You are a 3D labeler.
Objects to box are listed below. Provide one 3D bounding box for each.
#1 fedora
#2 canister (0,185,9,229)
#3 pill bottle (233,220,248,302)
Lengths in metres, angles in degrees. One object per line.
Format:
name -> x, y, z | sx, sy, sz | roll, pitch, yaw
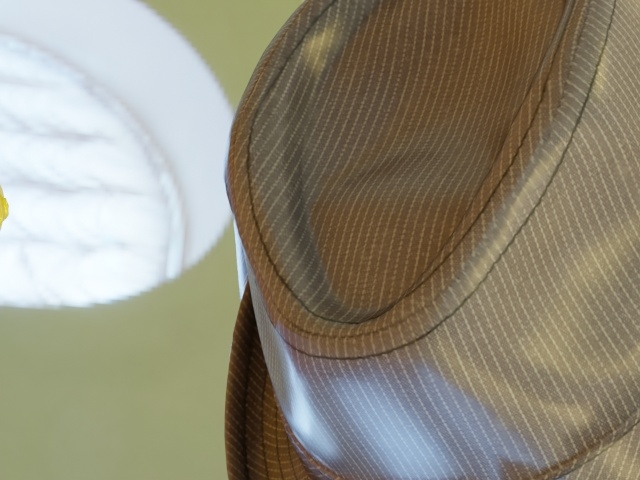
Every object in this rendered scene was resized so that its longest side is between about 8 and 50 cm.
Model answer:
fedora -> 0.052, -0.009, 0.587 | 0.244, 0.124, 0.275 | -1, -126, 35
canister -> -0.250, 0.009, 1.027 | 0.073, 0.126, 0.170 | -44, -153, 24
pill bottle -> 0.000, 0.000, 0.984 | 0.169, 0.094, 0.094 | -98, -152, -49
